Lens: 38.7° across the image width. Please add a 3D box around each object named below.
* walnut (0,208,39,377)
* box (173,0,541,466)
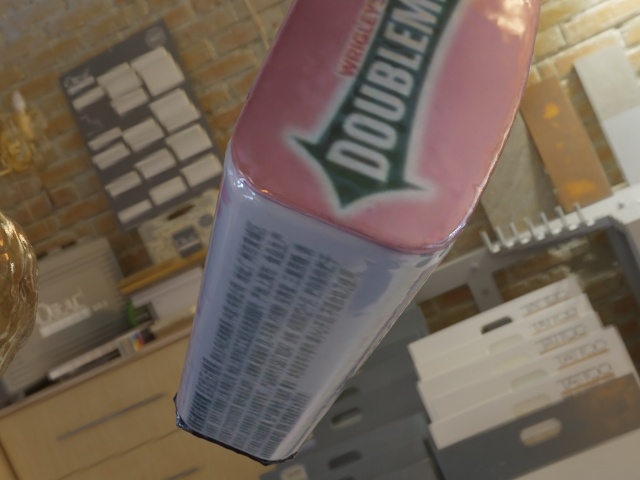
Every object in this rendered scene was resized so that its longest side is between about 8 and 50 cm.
[{"bbox_3d":[-0.467,0.051,1.027,0.296,0.285,0.285,18,13,11],"label":"walnut"},{"bbox_3d":[0.000,0.000,0.536,0.369,0.112,0.190,112,-178,-63],"label":"box"}]
